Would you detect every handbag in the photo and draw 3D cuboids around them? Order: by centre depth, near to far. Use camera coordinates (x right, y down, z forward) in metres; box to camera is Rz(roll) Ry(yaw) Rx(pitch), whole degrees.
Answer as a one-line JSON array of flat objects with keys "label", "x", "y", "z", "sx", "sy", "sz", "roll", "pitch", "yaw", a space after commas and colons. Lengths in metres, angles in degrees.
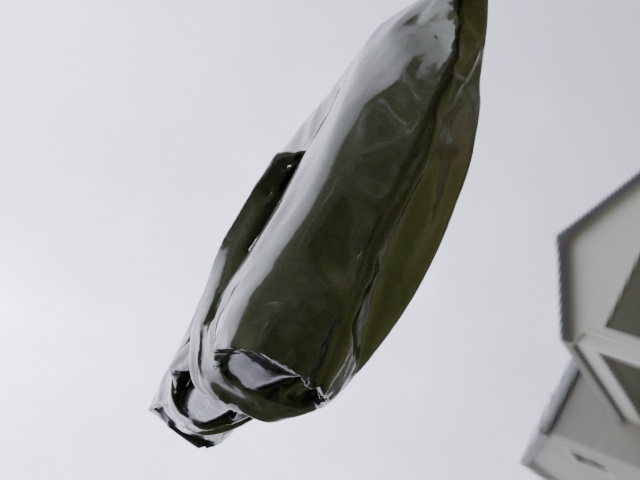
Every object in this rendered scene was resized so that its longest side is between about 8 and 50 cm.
[{"label": "handbag", "x": -0.003, "y": 0.004, "z": 0.608, "sx": 0.109, "sy": 0.316, "sz": 0.253, "roll": 32, "pitch": -114, "yaw": -7}]
